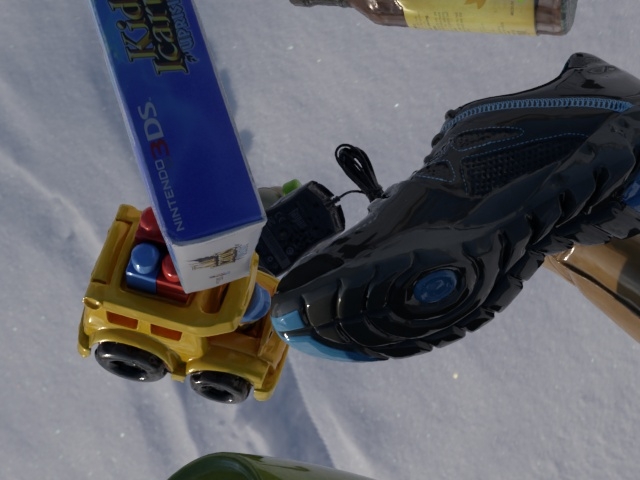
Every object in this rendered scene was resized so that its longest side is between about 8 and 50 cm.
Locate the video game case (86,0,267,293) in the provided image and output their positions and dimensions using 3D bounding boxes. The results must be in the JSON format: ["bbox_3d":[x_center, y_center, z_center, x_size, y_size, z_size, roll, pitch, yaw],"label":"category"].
[{"bbox_3d":[-0.111,-0.109,0.585,0.061,0.244,0.270,-17,83,-8],"label":"video game case"}]

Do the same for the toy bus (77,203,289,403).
[{"bbox_3d":[-0.124,0.050,0.850,0.220,0.150,0.211,17,149,-5],"label":"toy bus"}]

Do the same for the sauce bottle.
[{"bbox_3d":[0.125,-0.303,1.012,0.344,0.111,0.112,7,116,20],"label":"sauce bottle"}]

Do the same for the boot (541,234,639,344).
[{"bbox_3d":[0.286,0.011,0.745,0.269,0.089,0.236,44,168,37],"label":"boot"}]

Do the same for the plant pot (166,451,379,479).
[{"bbox_3d":[0.000,0.286,0.644,0.274,0.275,0.293,-19,133,32],"label":"plant pot"}]

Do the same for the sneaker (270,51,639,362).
[{"bbox_3d":[0.112,-0.022,0.660,0.340,0.140,0.125,-26,140,0],"label":"sneaker"}]

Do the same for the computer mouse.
[{"bbox_3d":[0.000,0.000,1.257,0.262,0.060,0.184,-39,92,-10],"label":"computer mouse"}]

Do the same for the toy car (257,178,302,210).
[{"bbox_3d":[-0.076,-0.042,1.598,0.155,0.188,0.149,-23,101,13],"label":"toy car"}]
